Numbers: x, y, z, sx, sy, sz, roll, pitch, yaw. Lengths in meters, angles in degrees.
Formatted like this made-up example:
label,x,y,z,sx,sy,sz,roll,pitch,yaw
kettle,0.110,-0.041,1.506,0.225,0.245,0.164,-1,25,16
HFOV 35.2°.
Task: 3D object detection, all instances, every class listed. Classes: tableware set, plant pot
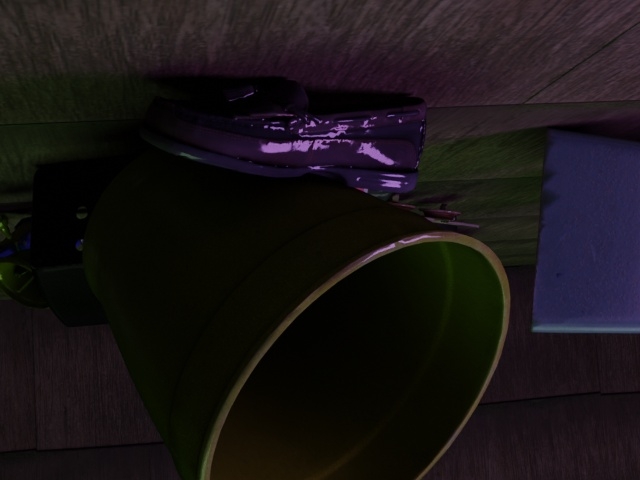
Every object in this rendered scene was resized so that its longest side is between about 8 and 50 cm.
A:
label,x,y,z,sx,sy,sz,roll,pitch,yaw
tableware set,0.168,-0.054,1.742,0.194,0.039,0.128,7,180,-36
plant pot,-0.261,-0.007,1.242,0.188,0.188,0.167,-5,163,10
plant pot,-0.062,0.069,1.041,0.367,0.366,0.353,1,-152,-45
plant pot,0.412,0.005,1.276,0.252,0.247,0.247,5,177,17

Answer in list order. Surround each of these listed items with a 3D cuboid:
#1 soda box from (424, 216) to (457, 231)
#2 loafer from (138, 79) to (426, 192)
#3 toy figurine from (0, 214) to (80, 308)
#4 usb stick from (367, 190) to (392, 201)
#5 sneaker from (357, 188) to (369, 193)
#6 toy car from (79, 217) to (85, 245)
label,x,y,z,sx,sy,sz,roll,pitch,yaw
soda box,0.185,-0.018,2.009,0.169,0.053,0.060,-3,174,-7
loafer,-0.023,-0.111,0.931,0.303,0.095,0.109,6,-161,-39
toy figurine,-0.439,-0.010,1.470,0.363,0.191,0.217,-11,-160,45
usb stick,0.036,-0.037,1.377,0.077,0.045,0.278,5,152,-19
sneaker,0.001,0.000,1.263,0.116,0.136,0.313,6,150,9
toy car,-0.247,-0.002,1.570,0.239,0.053,0.225,0,-165,-39
